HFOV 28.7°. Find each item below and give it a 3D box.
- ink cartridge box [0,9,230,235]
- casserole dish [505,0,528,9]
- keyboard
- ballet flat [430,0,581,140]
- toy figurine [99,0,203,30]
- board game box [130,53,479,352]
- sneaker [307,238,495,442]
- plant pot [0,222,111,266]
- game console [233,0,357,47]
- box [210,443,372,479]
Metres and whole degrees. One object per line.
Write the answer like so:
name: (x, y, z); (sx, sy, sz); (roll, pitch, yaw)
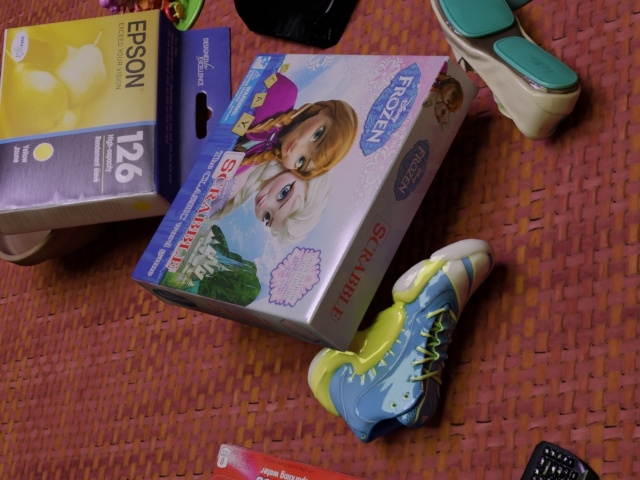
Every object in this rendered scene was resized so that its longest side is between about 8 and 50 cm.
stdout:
ink cartridge box: (-0.275, -0.166, 1.659); (0.307, 0.072, 0.303); (-8, 59, 8)
casserole dish: (0.237, -0.335, 1.360); (0.188, 0.037, 0.114); (-40, 45, 26)
keyboard: (0.181, 0.273, 1.093); (0.100, 0.038, 0.192); (20, 85, 49)
ballet flat: (0.182, -0.192, 1.311); (0.086, 0.086, 0.248); (-47, 46, 18)
toy figurine: (-0.269, -0.351, 1.799); (0.130, 0.159, 0.173); (-12, 62, 42)
board game box: (-0.025, -0.058, 1.358); (0.318, 0.066, 0.318); (9, 66, 48)
sneaker: (0.102, 0.110, 1.243); (0.240, 0.091, 0.126); (-43, 63, 21)
plant pot: (-0.363, -0.064, 1.782); (0.237, 0.110, 0.237); (-24, 53, 36)
game console: (0.018, -0.428, 1.634); (0.213, 0.044, 0.361); (24, 88, 48)
box: (0.006, 0.287, 1.201); (0.257, 0.123, 0.128); (3, 71, 47)
